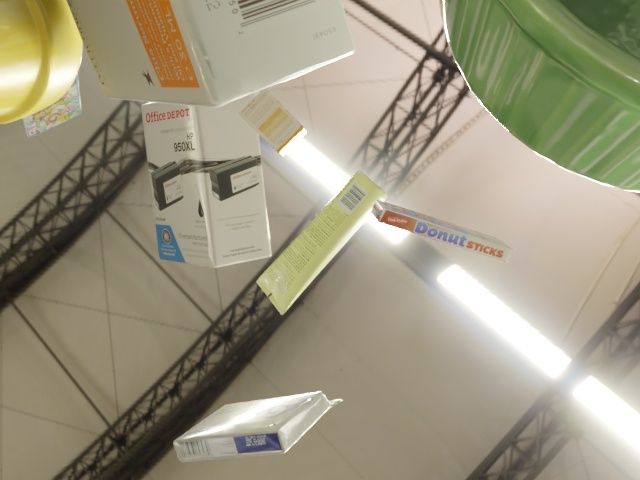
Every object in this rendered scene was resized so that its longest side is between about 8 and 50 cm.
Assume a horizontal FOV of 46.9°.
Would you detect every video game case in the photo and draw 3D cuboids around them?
[{"bbox_3d":[-0.520,-0.270,1.417,0.119,0.166,0.015,-31,-105,-25],"label":"video game case"}]

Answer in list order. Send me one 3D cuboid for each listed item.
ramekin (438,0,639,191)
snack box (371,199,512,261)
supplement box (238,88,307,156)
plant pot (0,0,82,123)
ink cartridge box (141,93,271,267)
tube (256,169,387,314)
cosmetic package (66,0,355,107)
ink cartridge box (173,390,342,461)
[{"bbox_3d":[0.209,-0.171,0.406,0.304,0.148,0.303,0,-105,0],"label":"ramekin"},{"bbox_3d":[0.156,-0.013,0.960,0.178,0.022,0.064,17,-168,-9],"label":"snack box"},{"bbox_3d":[-0.079,-0.196,1.228,0.062,0.036,0.098,-44,-97,3],"label":"supplement box"},{"bbox_3d":[-0.484,-0.257,0.962,0.254,0.253,0.239,16,-150,7],"label":"plant pot"},{"bbox_3d":[-0.278,-0.150,1.769,0.166,0.394,0.286,-11,-171,-38],"label":"ink cartridge box"},{"bbox_3d":[0.000,0.000,1.124,0.062,0.070,0.240,42,-87,-2],"label":"tube"},{"bbox_3d":[-0.165,-0.287,0.834,0.162,0.230,0.453,-27,-159,-21],"label":"cosmetic package"},{"bbox_3d":[-0.105,0.314,1.298,0.224,0.045,0.224,-14,-176,28],"label":"ink cartridge box"}]
